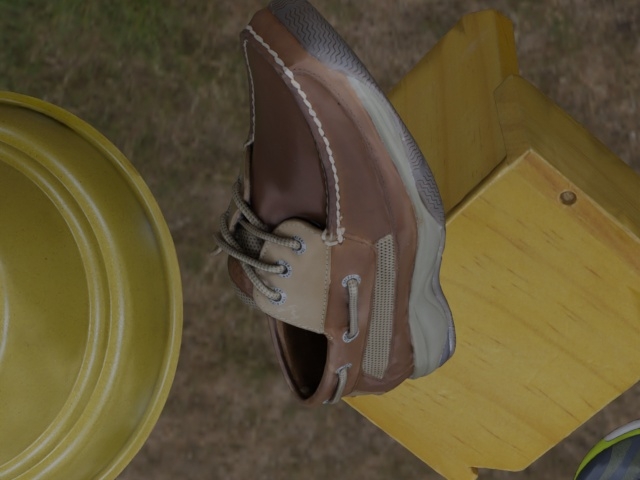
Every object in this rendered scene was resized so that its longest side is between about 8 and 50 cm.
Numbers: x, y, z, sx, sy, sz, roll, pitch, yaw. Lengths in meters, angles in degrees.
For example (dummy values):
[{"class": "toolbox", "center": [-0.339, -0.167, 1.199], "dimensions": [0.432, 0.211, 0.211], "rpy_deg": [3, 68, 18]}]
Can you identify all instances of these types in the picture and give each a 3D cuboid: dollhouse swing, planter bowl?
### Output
[{"class": "dollhouse swing", "center": [0.176, -0.004, 1.550], "dimensions": [0.315, 0.305, 0.347], "rpy_deg": [38, 122, -10]}, {"class": "planter bowl", "center": [-0.178, 0.033, 0.684], "dimensions": [0.217, 0.090, 0.217], "rpy_deg": [0, 88, 12]}]

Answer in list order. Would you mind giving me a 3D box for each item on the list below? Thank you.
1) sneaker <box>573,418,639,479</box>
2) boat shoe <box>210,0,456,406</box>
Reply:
[{"class": "sneaker", "center": [0.369, 0.234, 1.428], "dimensions": [0.300, 0.121, 0.111], "rpy_deg": [-18, 119, 34]}, {"class": "boat shoe", "center": [0.000, 0.000, 0.886], "dimensions": [0.116, 0.123, 0.324], "rpy_deg": [-30, 139, -11]}]
